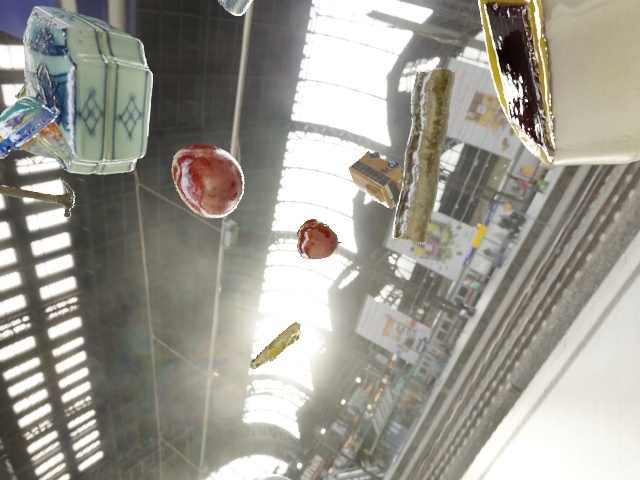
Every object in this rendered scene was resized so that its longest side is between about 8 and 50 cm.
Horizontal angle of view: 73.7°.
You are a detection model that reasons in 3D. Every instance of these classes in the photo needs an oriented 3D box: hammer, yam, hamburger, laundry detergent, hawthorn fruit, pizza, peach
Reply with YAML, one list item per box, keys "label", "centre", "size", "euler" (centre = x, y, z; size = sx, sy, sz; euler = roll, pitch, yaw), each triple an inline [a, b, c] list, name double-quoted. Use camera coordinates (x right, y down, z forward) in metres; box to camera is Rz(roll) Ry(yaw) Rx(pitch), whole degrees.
- label: "hammer"
  centre: [-0.857, -0.136, 1.195]
  size: [0.297, 0.125, 0.027]
  euler: [7, -26, -29]
- label: "yam"
  centre: [0.149, -0.116, 0.627]
  size: [0.061, 0.061, 0.253]
  euler: [-18, -63, -63]
- label: "hamburger"
  centre: [0.244, -0.206, 0.393]
  size: [0.227, 0.151, 0.295]
  euler: [-91, -21, -45]
- label: "laundry detergent"
  centre: [-0.210, -0.866, 1.371]
  size: [0.289, 0.094, 0.143]
  euler: [-36, 3, 30]
- label: "hawthorn fruit"
  centre: [0.000, 0.000, 1.472]
  size: [0.148, 0.171, 0.148]
  euler: [10, -90, -89]
- label: "pizza"
  centre: [-0.086, 0.230, 0.944]
  size: [0.160, 0.036, 0.099]
  euler: [-31, -17, -50]
- label: "peach"
  centre: [-0.345, -0.187, 1.313]
  size: [0.199, 0.244, 0.243]
  euler: [-34, -19, 6]

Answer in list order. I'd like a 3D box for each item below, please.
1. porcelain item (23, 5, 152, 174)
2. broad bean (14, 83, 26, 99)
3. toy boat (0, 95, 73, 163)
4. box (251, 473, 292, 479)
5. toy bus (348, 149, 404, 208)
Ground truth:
- label: "porcelain item"
  centre: [-0.477, -0.296, 0.860]
  size: [0.157, 0.281, 0.286]
  euler: [-13, -50, -46]
- label: "broad bean"
  centre: [-0.783, -0.499, 1.227]
  size: [0.256, 0.052, 0.052]
  euler: [-55, -8, -2]
- label: "toy boat"
  centre: [-0.430, -0.161, 0.657]
  size: [0.110, 0.174, 0.091]
  euler: [47, -131, -36]
- label: "box"
  centre: [-0.049, 0.409, 0.468]
  size: [0.206, 0.262, 0.291]
  euler: [-52, -45, -4]
- label: "toy bus"
  centre: [0.180, -0.184, 1.289]
  size: [0.114, 0.201, 0.098]
  euler: [-38, -49, -7]
